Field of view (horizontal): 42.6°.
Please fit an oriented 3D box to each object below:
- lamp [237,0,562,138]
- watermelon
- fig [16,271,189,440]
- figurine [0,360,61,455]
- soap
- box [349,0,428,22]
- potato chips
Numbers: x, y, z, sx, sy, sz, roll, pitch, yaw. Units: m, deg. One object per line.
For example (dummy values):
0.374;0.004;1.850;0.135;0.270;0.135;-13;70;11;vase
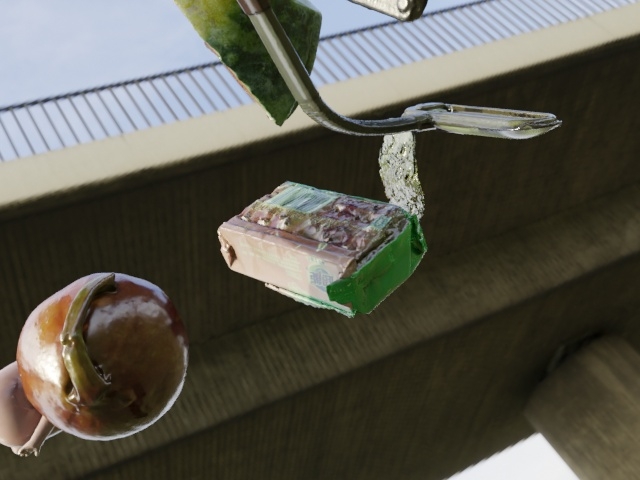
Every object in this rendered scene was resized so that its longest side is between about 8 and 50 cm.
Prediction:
0.058;-0.156;0.688;0.283;0.203;0.124;44;-109;-32;lamp
-0.135;-0.336;1.270;0.310;0.231;0.193;36;-65;-15;watermelon
-0.247;0.130;0.925;0.205;0.205;0.205;-24;-36;-19;fig
-0.466;0.260;1.428;0.287;0.176;0.186;-42;-16;31;figurine
-0.001;-0.002;1.173;0.218;0.273;0.098;-39;-51;-33;soap
0.068;-0.308;0.873;0.027;0.125;0.126;-17;-52;-45;box
0.131;-0.107;1.382;0.026;0.209;0.142;3;-4;-22;potato chips
